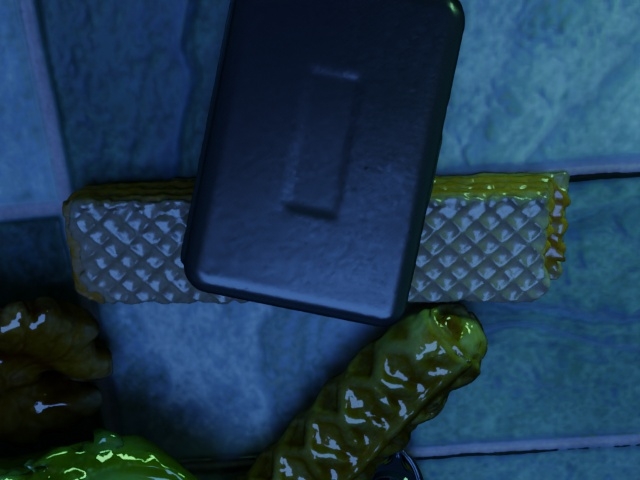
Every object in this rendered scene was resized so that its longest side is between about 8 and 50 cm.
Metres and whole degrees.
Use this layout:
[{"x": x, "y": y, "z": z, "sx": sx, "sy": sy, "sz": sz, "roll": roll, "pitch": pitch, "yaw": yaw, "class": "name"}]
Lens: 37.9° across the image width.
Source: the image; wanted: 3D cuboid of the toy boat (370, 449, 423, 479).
[{"x": 0.063, "y": 0.239, "z": 0.808, "sx": 0.055, "sy": 0.060, "sz": 0.141, "roll": 11, "pitch": 110, "yaw": 22, "class": "toy boat"}]

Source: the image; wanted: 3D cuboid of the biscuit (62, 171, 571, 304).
[{"x": 0.000, "y": 0.000, "z": 0.704, "sx": 0.379, "sy": 0.054, "sz": 0.094, "roll": 0, "pitch": 114, "yaw": 1, "class": "biscuit"}]

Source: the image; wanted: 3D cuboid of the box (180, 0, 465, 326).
[{"x": 0.001, "y": -0.066, "z": 0.635, "sx": 0.160, "sy": 0.050, "sz": 0.230, "roll": 11, "pitch": 91, "yaw": 0, "class": "box"}]

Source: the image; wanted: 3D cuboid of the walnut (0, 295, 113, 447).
[{"x": -0.249, "y": 0.095, "z": 0.724, "sx": 0.170, "sy": 0.069, "sz": 0.143, "roll": 10, "pitch": 116, "yaw": -33, "class": "walnut"}]

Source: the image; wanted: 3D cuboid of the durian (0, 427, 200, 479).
[{"x": -0.231, "y": 0.249, "z": 0.729, "sx": 0.256, "sy": 0.204, "sz": 0.340, "roll": 24, "pitch": 155, "yaw": -37, "class": "durian"}]

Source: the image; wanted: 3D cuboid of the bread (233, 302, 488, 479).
[{"x": -0.002, "y": 0.185, "z": 0.772, "sx": 0.367, "sy": 0.084, "sz": 0.077, "roll": -48, "pitch": 61, "yaw": 20, "class": "bread"}]
